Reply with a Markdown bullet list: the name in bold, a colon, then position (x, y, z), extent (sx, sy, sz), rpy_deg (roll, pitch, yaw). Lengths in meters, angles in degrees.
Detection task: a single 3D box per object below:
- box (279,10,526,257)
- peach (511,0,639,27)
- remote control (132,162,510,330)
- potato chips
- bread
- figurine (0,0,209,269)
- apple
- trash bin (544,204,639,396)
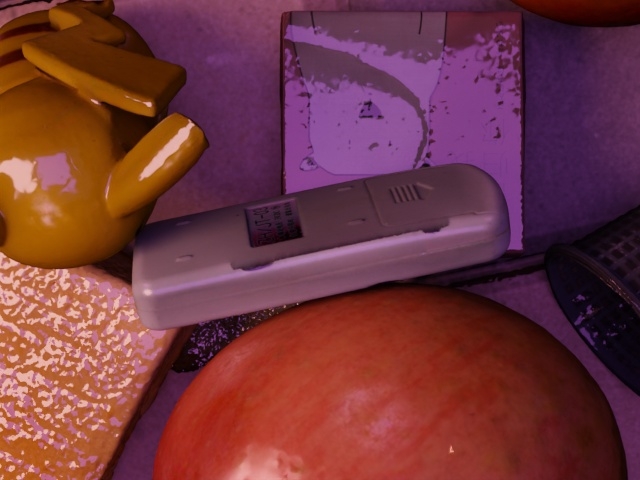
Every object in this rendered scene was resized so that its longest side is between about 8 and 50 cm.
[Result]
- **box**: position (0.072, -0.090, 1.166), extent (0.215, 0.086, 0.215), rpy_deg (0, 86, 0)
- **peach**: position (0.263, -0.299, 1.111), extent (0.274, 0.248, 0.245), rpy_deg (-10, 125, -13)
- **remote control**: position (0.000, 0.000, 1.049), extent (0.296, 0.140, 0.056), rpy_deg (-11, 115, -2)
- **potato chips**: position (-0.055, 0.069, 1.207), extent (0.209, 0.026, 0.142), rpy_deg (-33, 87, -2)
- **bread**: position (-0.241, 0.133, 1.155), extent (0.184, 0.114, 0.275), rpy_deg (28, 98, 0)
- **figurine**: position (-0.194, -0.085, 1.060), extent (0.218, 0.327, 0.169), rpy_deg (-14, 127, 1)
- **apple**: position (0.066, 0.203, 1.051), extent (0.364, 0.364, 0.364), rpy_deg (0, 91, 0)
- **trash bin**: position (0.307, 0.030, 1.148), extent (0.161, 0.175, 0.175), rpy_deg (-38, 91, -11)
